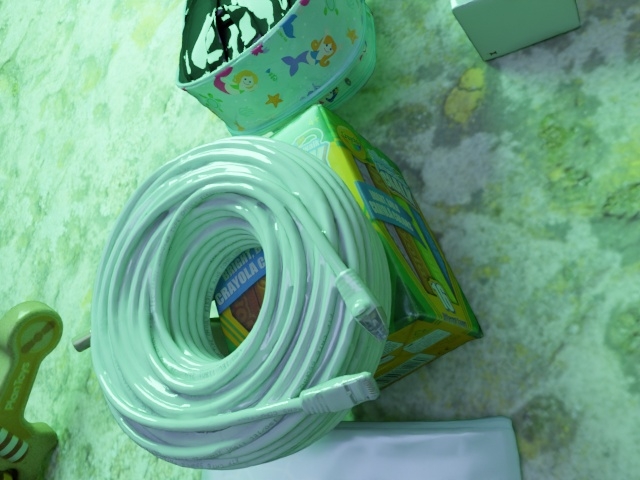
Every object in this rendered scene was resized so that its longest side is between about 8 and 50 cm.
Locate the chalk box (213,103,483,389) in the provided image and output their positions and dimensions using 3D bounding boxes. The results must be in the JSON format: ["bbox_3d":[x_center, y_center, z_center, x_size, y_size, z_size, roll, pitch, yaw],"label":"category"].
[{"bbox_3d":[0.000,0.000,0.582,0.180,0.179,0.289,-34,62,20],"label":"chalk box"}]

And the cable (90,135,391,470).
[{"bbox_3d":[-0.070,0.043,0.454,0.257,0.089,0.257,-31,61,22],"label":"cable"}]

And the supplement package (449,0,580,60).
[{"bbox_3d":[0.188,-0.299,0.587,0.105,0.105,0.179,-13,71,29],"label":"supplement package"}]

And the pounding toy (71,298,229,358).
[{"bbox_3d":[-0.127,0.131,0.649,0.183,0.237,0.110,-32,21,2],"label":"pounding toy"}]

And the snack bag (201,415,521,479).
[{"bbox_3d":[0.034,0.323,0.497,0.322,0.037,0.343,-4,70,13],"label":"snack bag"}]

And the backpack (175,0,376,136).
[{"bbox_3d":[-0.049,-0.233,0.652,0.225,0.191,0.254,-27,39,24],"label":"backpack"}]

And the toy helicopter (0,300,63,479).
[{"bbox_3d":[-0.457,0.249,0.773,0.140,0.235,0.355,19,87,35],"label":"toy helicopter"}]
